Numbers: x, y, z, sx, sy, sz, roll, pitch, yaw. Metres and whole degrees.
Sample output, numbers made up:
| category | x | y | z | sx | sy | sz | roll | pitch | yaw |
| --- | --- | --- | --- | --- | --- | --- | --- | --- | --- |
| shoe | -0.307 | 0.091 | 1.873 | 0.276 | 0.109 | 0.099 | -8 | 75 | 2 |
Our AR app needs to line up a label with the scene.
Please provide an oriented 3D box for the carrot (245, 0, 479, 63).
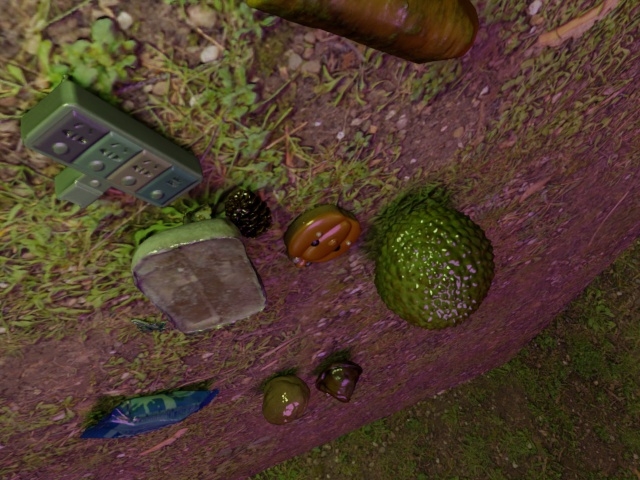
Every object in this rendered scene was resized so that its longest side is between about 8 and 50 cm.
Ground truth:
| category | x | y | z | sx | sy | sz | roll | pitch | yaw |
| --- | --- | --- | --- | --- | --- | --- | --- | --- | --- |
| carrot | 0.063 | -0.281 | 0.586 | 0.302 | 0.114 | 0.114 | 1 | 139 | -37 |

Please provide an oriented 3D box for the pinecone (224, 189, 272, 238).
| category | x | y | z | sx | sy | sz | roll | pitch | yaw |
| --- | --- | --- | --- | --- | --- | --- | --- | --- | --- |
| pinecone | -0.118 | -0.044 | 0.831 | 0.077 | 0.077 | 0.083 | -20 | 139 | -14 |

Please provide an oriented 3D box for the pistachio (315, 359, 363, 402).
| category | x | y | z | sx | sy | sz | roll | pitch | yaw |
| --- | --- | --- | --- | --- | --- | --- | --- | --- | --- |
| pistachio | 0.066 | 0.464 | 1.688 | 0.165 | 0.130 | 0.210 | -16 | 139 | -15 |

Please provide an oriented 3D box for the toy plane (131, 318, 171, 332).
| category | x | y | z | sx | sy | sz | roll | pitch | yaw |
| --- | --- | --- | --- | --- | --- | --- | --- | --- | --- |
| toy plane | -0.343 | 0.172 | 1.016 | 0.078 | 0.024 | 0.084 | -23 | 155 | 29 |

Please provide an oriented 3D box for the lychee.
| category | x | y | z | sx | sy | sz | roll | pitch | yaw |
| --- | --- | --- | --- | --- | --- | --- | --- | --- | --- |
| lychee | 0.248 | 0.066 | 1.121 | 0.270 | 0.270 | 0.319 | -19 | 115 | -16 |

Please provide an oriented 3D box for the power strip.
| category | x | y | z | sx | sy | sz | roll | pitch | yaw |
| --- | --- | --- | --- | --- | --- | --- | --- | --- | --- |
| power strip | -0.273 | -0.100 | 0.642 | 0.145 | 0.061 | 0.216 | -31 | 150 | 17 |

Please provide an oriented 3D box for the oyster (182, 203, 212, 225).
| category | x | y | z | sx | sy | sz | roll | pitch | yaw |
| --- | --- | --- | --- | --- | --- | --- | --- | --- | --- |
| oyster | -0.201 | -0.030 | 0.833 | 0.054 | 0.019 | 0.083 | -19 | 146 | -18 |

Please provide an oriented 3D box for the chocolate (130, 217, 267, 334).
| category | x | y | z | sx | sy | sz | roll | pitch | yaw |
| --- | --- | --- | --- | --- | --- | --- | --- | --- | --- |
| chocolate | -0.199 | 0.058 | 0.872 | 0.185 | 0.100 | 0.303 | -12 | 151 | -2 |

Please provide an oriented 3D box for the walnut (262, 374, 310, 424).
| category | x | y | z | sx | sy | sz | roll | pitch | yaw |
| --- | --- | --- | --- | --- | --- | --- | --- | --- | --- |
| walnut | -0.111 | 0.496 | 1.585 | 0.166 | 0.149 | 0.166 | -47 | 178 | -2 |

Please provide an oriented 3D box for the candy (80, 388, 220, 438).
| category | x | y | z | sx | sy | sz | roll | pitch | yaw |
| --- | --- | --- | --- | --- | --- | --- | --- | --- | --- |
| candy | -0.432 | 0.453 | 1.321 | 0.331 | 0.077 | 0.187 | 4 | 144 | -42 |

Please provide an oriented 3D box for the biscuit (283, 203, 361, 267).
| category | x | y | z | sx | sy | sz | roll | pitch | yaw |
| --- | --- | --- | --- | --- | --- | --- | --- | --- | --- |
| biscuit | 0.002 | 0.003 | 1.017 | 0.170 | 0.050 | 0.170 | -20 | 148 | -13 |
